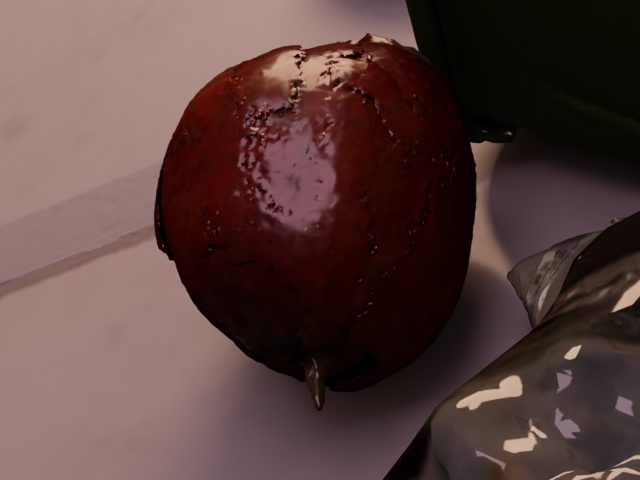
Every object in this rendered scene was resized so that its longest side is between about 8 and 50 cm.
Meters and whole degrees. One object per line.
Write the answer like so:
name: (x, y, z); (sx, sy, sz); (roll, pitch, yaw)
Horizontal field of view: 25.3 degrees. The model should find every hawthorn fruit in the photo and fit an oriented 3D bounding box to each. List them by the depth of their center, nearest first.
hawthorn fruit: (0.000, 0.000, 0.612); (0.148, 0.148, 0.172); (-17, 54, 14)

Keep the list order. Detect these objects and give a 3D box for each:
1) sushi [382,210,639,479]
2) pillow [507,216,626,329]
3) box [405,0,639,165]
sushi: (0.151, 0.141, 0.299); (0.418, 0.176, 0.417); (-18, 36, 14)
pillow: (0.198, 0.024, 0.543); (0.230, 0.050, 0.148); (-23, 51, 10)
box: (0.187, -0.191, 0.630); (0.178, 0.252, 0.328); (31, 68, 31)
